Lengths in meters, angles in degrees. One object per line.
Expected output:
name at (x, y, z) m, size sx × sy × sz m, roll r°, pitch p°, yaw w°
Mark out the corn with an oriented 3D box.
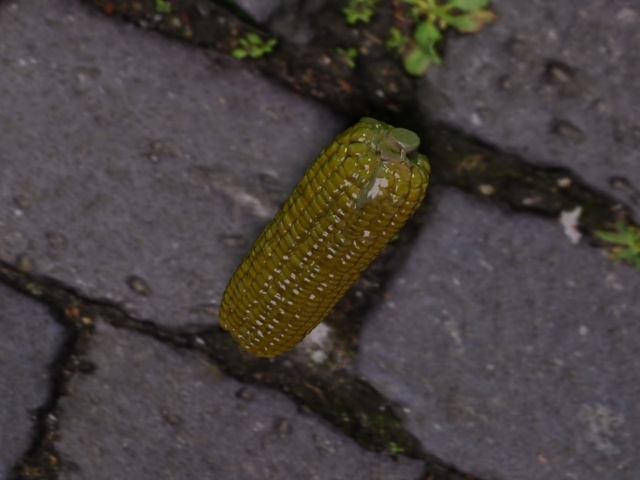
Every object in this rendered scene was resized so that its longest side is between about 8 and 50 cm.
corn at (0.000, 0.000, 1.092) m, size 0.080 × 0.080 × 0.238 m, roll 33°, pitch 131°, yaw -9°
